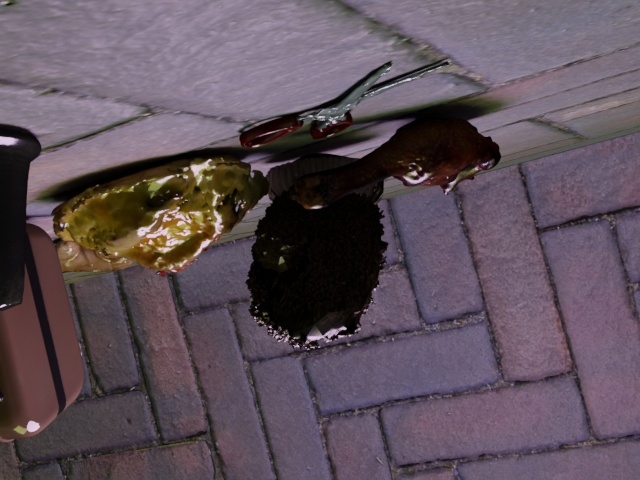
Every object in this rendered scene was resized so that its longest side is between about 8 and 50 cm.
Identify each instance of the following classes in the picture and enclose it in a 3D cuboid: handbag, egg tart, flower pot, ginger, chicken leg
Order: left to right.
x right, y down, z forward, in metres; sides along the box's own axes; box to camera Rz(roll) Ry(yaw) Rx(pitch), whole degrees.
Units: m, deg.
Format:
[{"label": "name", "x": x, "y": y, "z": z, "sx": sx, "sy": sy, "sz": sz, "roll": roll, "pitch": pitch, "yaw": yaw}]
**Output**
[{"label": "flower pot", "x": -0.341, "y": 0.003, "z": 0.719, "sx": 0.235, "sy": 0.148, "sz": 0.235, "roll": -15, "pitch": 179, "yaw": 0}, {"label": "handbag", "x": -0.448, "y": 0.119, "z": 1.223, "sx": 0.149, "sy": 0.301, "sz": 0.283, "roll": -13, "pitch": -176, "yaw": 11}, {"label": "ginger", "x": -0.463, "y": 0.032, "z": 1.651, "sx": 0.334, "sy": 0.081, "sz": 0.148, "roll": -15, "pitch": 173, "yaw": 9}, {"label": "egg tart", "x": -0.207, "y": -0.031, "z": 1.121, "sx": 0.297, "sy": 0.132, "sz": 0.297, "roll": -16, "pitch": 173, "yaw": -2}, {"label": "chicken leg", "x": 0.127, "y": -0.112, "z": 1.159, "sx": 0.407, "sy": 0.096, "sz": 0.158, "roll": -16, "pitch": 167, "yaw": -46}]

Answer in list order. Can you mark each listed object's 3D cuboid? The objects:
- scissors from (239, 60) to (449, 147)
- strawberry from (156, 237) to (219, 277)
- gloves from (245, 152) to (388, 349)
[{"label": "scissors", "x": 0.026, "y": -0.145, "z": 0.906, "sx": 0.144, "sy": 0.017, "sz": 0.248, "roll": -13, "pitch": 177, "yaw": -37}, {"label": "strawberry", "x": -0.265, "y": -0.005, "z": 1.558, "sx": 0.145, "sy": 0.086, "sz": 0.145, "roll": -30, "pitch": 148, "yaw": -22}, {"label": "gloves", "x": -0.006, "y": 0.003, "z": 1.180, "sx": 0.210, "sy": 0.312, "sz": 0.135, "roll": 14, "pitch": 141, "yaw": -20}]
